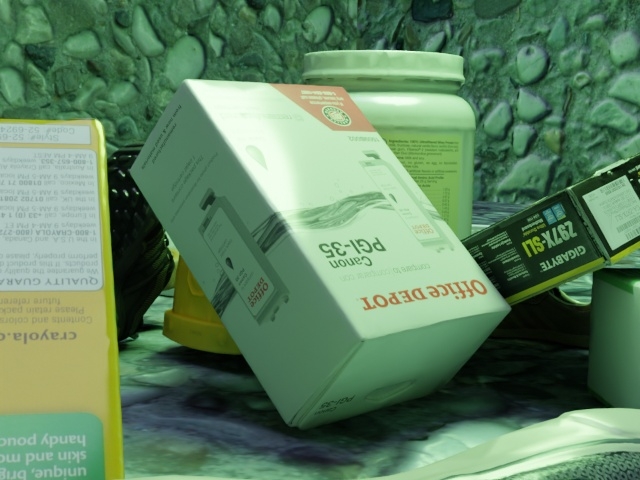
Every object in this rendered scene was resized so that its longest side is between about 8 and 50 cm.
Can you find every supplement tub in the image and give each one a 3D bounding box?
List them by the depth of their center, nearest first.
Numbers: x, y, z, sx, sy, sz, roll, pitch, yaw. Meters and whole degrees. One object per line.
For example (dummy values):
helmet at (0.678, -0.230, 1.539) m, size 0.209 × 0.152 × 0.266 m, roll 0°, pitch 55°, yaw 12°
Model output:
supplement tub at (0.074, -0.068, 1.292) m, size 0.235 × 0.324 × 0.235 m, roll 1°, pitch 6°, yaw 0°

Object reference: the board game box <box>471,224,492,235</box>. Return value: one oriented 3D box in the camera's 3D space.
board game box at (0.192, 0.009, 1.873) m, size 0.390 × 0.050 × 0.390 m, roll 2°, pitch 7°, yaw 7°

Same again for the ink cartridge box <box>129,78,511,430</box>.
ink cartridge box at (0.000, 0.000, 0.886) m, size 0.207 × 0.117 × 0.283 m, roll -6°, pitch 52°, yaw -47°

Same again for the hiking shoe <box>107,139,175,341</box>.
hiking shoe at (-0.197, 0.003, 1.064) m, size 0.086 × 0.226 × 0.114 m, roll 25°, pitch 13°, yaw 19°

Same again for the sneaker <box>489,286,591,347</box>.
sneaker at (0.243, 0.076, 1.179) m, size 0.188 × 0.071 × 0.066 m, roll 5°, pitch 7°, yaw 27°

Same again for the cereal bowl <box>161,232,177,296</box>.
cereal bowl at (-0.121, -0.005, 1.536) m, size 0.339 × 0.141 × 0.339 m, roll 2°, pitch 5°, yaw 0°

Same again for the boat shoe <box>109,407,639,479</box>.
boat shoe at (0.067, 0.153, 0.350) m, size 0.341 × 0.127 × 0.158 m, roll -2°, pitch 23°, yaw -26°

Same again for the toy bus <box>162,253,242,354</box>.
toy bus at (-0.046, 0.012, 1.080) m, size 0.220 × 0.211 × 0.149 m, roll -3°, pitch 6°, yaw -44°

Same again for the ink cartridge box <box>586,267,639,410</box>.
ink cartridge box at (0.387, 0.092, 0.827) m, size 0.289 × 0.121 × 0.211 m, roll 1°, pitch 5°, yaw -3°

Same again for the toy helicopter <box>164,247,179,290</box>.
toy helicopter at (-0.334, 0.031, 1.180) m, size 0.355 × 0.140 × 0.235 m, roll 1°, pitch 13°, yaw 8°

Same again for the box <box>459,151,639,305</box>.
box at (0.217, 0.001, 1.005) m, size 0.257 × 0.079 × 0.322 m, roll -25°, pitch -4°, yaw -39°

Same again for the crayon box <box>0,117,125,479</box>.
crayon box at (-0.198, 0.077, 0.477) m, size 0.203 × 0.083 × 0.323 m, roll 0°, pitch 48°, yaw -15°
